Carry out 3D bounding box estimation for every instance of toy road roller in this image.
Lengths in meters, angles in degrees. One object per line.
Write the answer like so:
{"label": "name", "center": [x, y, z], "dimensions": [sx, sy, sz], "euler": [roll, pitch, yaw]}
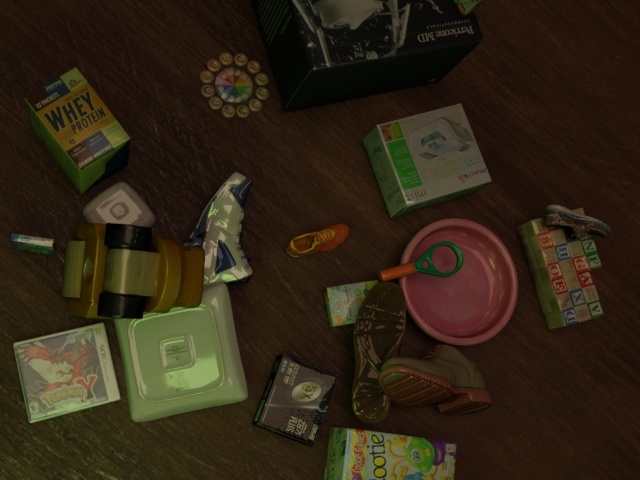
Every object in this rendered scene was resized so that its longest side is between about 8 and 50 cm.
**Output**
{"label": "toy road roller", "center": [-0.405, 0.075, 1.700], "dimensions": [0.241, 0.329, 0.202], "euler": [8, 85, -39]}

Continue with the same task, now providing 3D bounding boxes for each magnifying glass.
{"label": "magnifying glass", "center": [0.255, 0.063, 1.936], "dimensions": [0.231, 0.026, 0.092], "euler": [-14, 82, -19]}

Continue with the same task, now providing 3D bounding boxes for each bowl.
{"label": "bowl", "center": [-0.479, -0.062, 1.826], "dimensions": [0.142, 0.053, 0.142], "euler": [-40, 90, -18]}

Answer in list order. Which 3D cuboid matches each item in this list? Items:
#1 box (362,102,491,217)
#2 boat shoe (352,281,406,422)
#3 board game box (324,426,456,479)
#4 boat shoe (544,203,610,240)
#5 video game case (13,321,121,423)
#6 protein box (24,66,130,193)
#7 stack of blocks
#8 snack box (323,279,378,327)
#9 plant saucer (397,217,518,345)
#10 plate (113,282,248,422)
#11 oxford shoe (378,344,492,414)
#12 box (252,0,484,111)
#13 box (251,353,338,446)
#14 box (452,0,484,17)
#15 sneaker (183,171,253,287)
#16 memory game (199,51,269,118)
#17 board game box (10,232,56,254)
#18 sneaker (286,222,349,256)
{"label": "box", "center": [0.278, -0.209, 2.037], "dimensions": [0.262, 0.127, 0.231], "euler": [-16, 81, -19]}
{"label": "boat shoe", "center": [0.143, 0.274, 1.897], "dimensions": [0.123, 0.123, 0.342], "euler": [5, 81, 7]}
{"label": "board game box", "center": [0.165, 0.532, 1.831], "dimensions": [0.275, 0.142, 0.144], "euler": [10, 75, -14]}
{"label": "boat shoe", "center": [0.681, -0.035, 2.054], "dimensions": [0.183, 0.066, 0.066], "euler": [20, 78, -1]}
{"label": "video game case", "center": [-0.571, 0.296, 1.737], "dimensions": [0.201, 0.023, 0.183], "euler": [-13, 82, -18]}
{"label": "protein box", "center": [-0.554, -0.247, 1.766], "dimensions": [0.136, 0.200, 0.201], "euler": [-37, 89, -20]}
{"label": "stack of blocks", "center": [0.670, 0.076, 2.103], "dimensions": [0.171, 0.087, 0.297], "euler": [-13, 82, -18]}
{"label": "snack box", "center": [0.086, 0.160, 1.945], "dimensions": [0.141, 0.037, 0.100], "euler": [-7, 79, -17]}
{"label": "plant saucer", "center": [0.350, 0.111, 2.007], "dimensions": [0.332, 0.084, 0.332], "euler": [3, 77, -14]}
{"label": "plate", "center": [-0.325, 0.256, 1.757], "dimensions": [0.277, 0.045, 0.278], "euler": [-12, 84, 1]}
{"label": "oxford shoe", "center": [0.268, 0.323, 1.863], "dimensions": [0.397, 0.140, 0.146], "euler": [27, 47, -45]}
{"label": "box", "center": [0.090, -0.635, 1.989], "dimensions": [0.480, 0.297, 0.471], "euler": [-15, 84, -18]}
{"label": "box", "center": [-0.061, 0.380, 1.835], "dimensions": [0.147, 0.077, 0.180], "euler": [24, 73, -10]}
{"label": "box", "center": [0.329, -0.654, 1.849], "dimensions": [0.036, 0.114, 0.207], "euler": [-28, 88, -22]}
{"label": "sneaker", "center": [-0.226, 0.010, 1.855], "dimensions": [0.182, 0.127, 0.315], "euler": [31, 79, -11]}
{"label": "memory game", "center": [-0.222, -0.403, 1.994], "dimensions": [0.186, 0.012, 0.186], "euler": [3, 78, -15]}
{"label": "board game box", "center": [-0.649, 0.009, 1.741], "dimensions": [0.090, 0.090, 0.020], "euler": [8, 74, -14]}
{"label": "sneaker", "center": [0.000, 0.000, 1.941], "dimensions": [0.175, 0.067, 0.064], "euler": [-22, 83, -21]}
